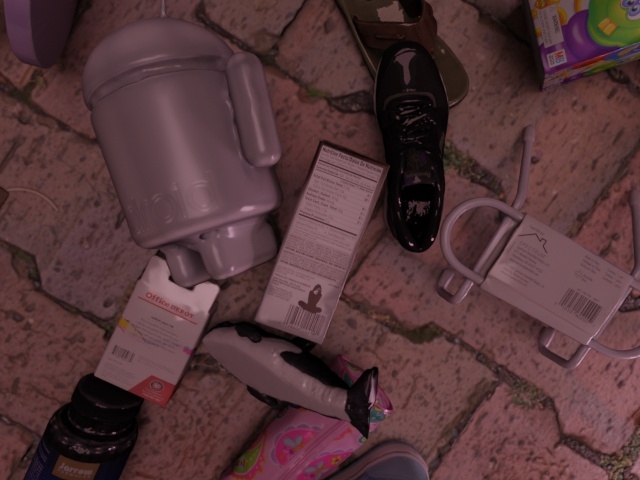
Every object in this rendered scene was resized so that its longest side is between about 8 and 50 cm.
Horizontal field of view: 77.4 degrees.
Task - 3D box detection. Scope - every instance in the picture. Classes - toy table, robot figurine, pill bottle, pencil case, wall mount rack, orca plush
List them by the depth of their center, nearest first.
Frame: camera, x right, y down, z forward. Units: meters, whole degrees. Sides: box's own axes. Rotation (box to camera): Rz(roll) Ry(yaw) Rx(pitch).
[{"bbox_3d":[-0.407,-0.378,0.491,0.161,0.252,0.274,12,81,-19],"label":"toy table"},{"bbox_3d":[-0.173,-0.122,0.523,0.300,0.200,0.353,-16,94,32],"label":"robot figurine"},{"bbox_3d":[-0.036,0.156,0.562,0.102,0.287,0.151,-41,116,-42],"label":"orca plush"},{"bbox_3d":[-0.346,0.313,0.581,0.123,0.123,0.219,24,92,-3],"label":"pill bottle"},{"bbox_3d":[0.346,0.006,0.595,0.350,0.130,0.304,30,95,-4],"label":"wall mount rack"},{"bbox_3d":[-0.025,0.306,0.596,0.284,0.124,0.124,-45,94,0],"label":"pencil case"}]

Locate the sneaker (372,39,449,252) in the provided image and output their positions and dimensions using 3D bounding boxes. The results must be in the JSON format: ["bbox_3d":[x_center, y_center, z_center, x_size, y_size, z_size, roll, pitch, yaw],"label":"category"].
[{"bbox_3d":[0.134,-0.122,0.542,0.107,0.124,0.283,-6,107,7],"label":"sneaker"}]

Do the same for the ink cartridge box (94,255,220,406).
[{"bbox_3d":[-0.234,0.129,0.603,0.115,0.067,0.198,27,93,-3],"label":"ink cartridge box"}]

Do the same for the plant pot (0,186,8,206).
[{"bbox_3d":[-0.550,-0.058,0.564,0.109,0.096,0.109,37,91,-5],"label":"plant pot"}]

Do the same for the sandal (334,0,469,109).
[{"bbox_3d":[0.104,-0.315,0.579,0.120,0.086,0.302,-37,95,0],"label":"sandal"}]

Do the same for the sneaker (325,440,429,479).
[{"bbox_3d":[0.035,0.445,0.562,0.319,0.208,0.127,-41,95,1],"label":"sneaker"}]

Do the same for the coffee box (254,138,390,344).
[{"bbox_3d":[0.000,0.000,0.569,0.098,0.141,0.246,20,91,-3],"label":"coffee box"}]

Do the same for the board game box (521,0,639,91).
[{"bbox_3d":[0.420,-0.318,0.507,0.275,0.142,0.144,-13,94,28],"label":"board game box"}]
